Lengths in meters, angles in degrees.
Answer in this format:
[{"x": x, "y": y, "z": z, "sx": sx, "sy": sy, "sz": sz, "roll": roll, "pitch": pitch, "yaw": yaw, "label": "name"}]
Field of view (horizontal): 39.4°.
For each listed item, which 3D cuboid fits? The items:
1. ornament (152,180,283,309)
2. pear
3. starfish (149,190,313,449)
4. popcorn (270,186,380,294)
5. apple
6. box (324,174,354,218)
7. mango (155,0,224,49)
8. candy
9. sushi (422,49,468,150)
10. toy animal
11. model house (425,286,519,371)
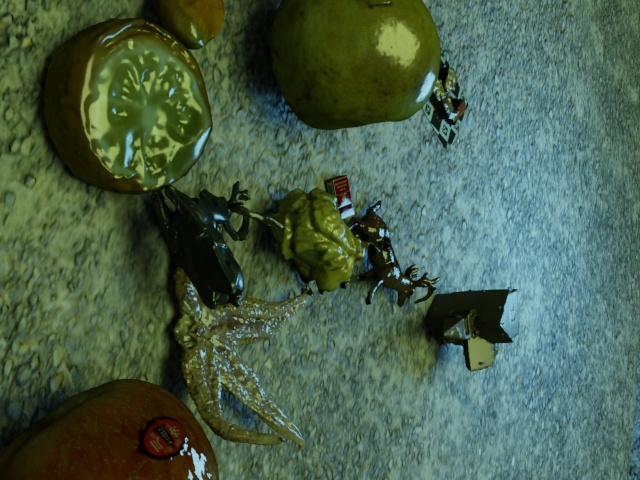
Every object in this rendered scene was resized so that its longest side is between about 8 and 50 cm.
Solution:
[{"x": -0.133, "y": 0.000, "z": 1.371, "sx": 0.202, "sy": 0.080, "sz": 0.236, "roll": 58, "pitch": 22, "yaw": 8, "label": "ornament"}, {"x": 0.056, "y": -0.348, "z": 1.584, "sx": 0.304, "sy": 0.303, "sz": 0.304, "roll": 6, "pitch": 82, "yaw": -52, "label": "pear"}, {"x": -0.131, "y": 0.154, "z": 1.430, "sx": 0.383, "sy": 0.132, "sz": 0.398, "roll": 24, "pitch": 44, "yaw": -48, "label": "starfish"}, {"x": 0.005, "y": 0.001, "z": 1.590, "sx": 0.173, "sy": 0.168, "sz": 0.195, "roll": -40, "pitch": 118, "yaw": -15, "label": "popcorn"}, {"x": -0.276, "y": 0.306, "z": 1.127, "sx": 0.309, "sy": 0.277, "sz": 0.250, "roll": 32, "pitch": 45, "yaw": -74, "label": "apple"}, {"x": 0.038, "y": -0.084, "z": 1.761, "sx": 0.051, "sy": 0.023, "sz": 0.082, "roll": -22, "pitch": 104, "yaw": -50, "label": "box"}, {"x": -0.207, "y": -0.357, "z": 1.391, "sx": 0.115, "sy": 0.089, "sz": 0.165, "roll": 45, "pitch": 31, "yaw": -12, "label": "mango"}, {"x": -0.274, "y": -0.192, "z": 1.291, "sx": 0.259, "sy": 0.118, "sz": 0.260, "roll": 3, "pitch": 86, "yaw": -50, "label": "candy"}, {"x": 0.286, "y": -0.364, "z": 2.092, "sx": 0.280, "sy": 0.043, "sz": 0.193, "roll": 56, "pitch": 47, "yaw": -33, "label": "sushi"}, {"x": 0.142, "y": 0.045, "z": 1.836, "sx": 0.260, "sy": 0.087, "sz": 0.244, "roll": -25, "pitch": 109, "yaw": -47, "label": "toy animal"}, {"x": 0.320, "y": 0.204, "z": 1.967, "sx": 0.248, "sy": 0.180, "sz": 0.176, "roll": -10, "pitch": 95, "yaw": -57, "label": "model house"}]
